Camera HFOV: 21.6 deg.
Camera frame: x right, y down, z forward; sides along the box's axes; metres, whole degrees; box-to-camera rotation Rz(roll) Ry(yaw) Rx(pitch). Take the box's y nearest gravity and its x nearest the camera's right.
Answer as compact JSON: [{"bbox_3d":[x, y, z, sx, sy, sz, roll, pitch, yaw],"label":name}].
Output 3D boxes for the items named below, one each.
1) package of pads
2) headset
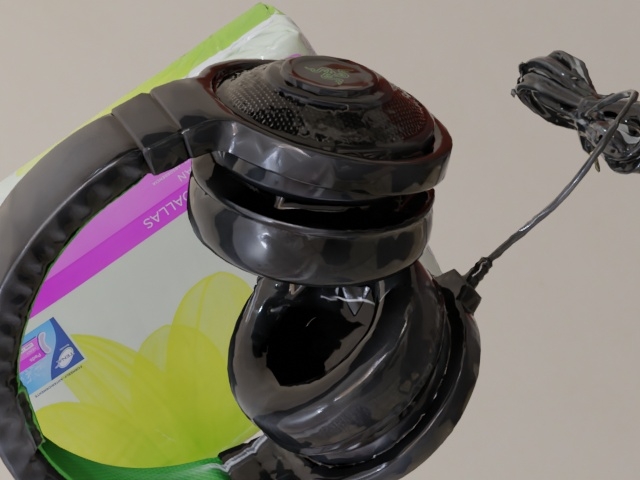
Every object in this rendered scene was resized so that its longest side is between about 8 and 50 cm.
[{"bbox_3d":[-0.087,0.025,1.083,0.296,0.229,0.101,-35,27,-6],"label":"package of pads"},{"bbox_3d":[0.000,0.000,0.884,0.394,0.243,0.185,-21,35,-13],"label":"headset"}]
